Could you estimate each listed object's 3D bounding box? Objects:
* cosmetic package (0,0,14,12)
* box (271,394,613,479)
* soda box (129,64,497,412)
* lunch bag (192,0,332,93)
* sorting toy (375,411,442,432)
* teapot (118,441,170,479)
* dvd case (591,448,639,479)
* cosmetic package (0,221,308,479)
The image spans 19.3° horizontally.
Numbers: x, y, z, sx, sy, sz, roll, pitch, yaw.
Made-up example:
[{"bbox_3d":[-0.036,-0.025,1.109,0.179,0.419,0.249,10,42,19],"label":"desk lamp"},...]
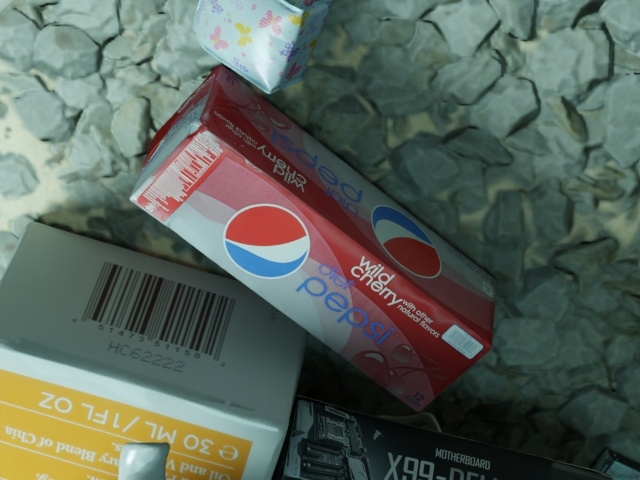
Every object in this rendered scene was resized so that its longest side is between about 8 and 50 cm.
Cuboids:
[{"bbox_3d":[-0.226,-0.235,1.191,0.309,0.113,0.160,-34,111,25],"label":"cosmetic package"},{"bbox_3d":[0.061,0.267,1.438,0.242,0.077,0.307,14,135,-3],"label":"box"},{"bbox_3d":[0.000,0.000,1.314,0.263,0.092,0.083,38,119,-15],"label":"soda box"},{"bbox_3d":[-0.042,-0.151,1.251,0.083,0.053,0.071,33,124,17],"label":"lunch bag"},{"bbox_3d":[0.068,0.167,1.441,0.083,0.045,0.075,-4,112,14],"label":"sorting toy"},{"bbox_3d":[-0.160,0.287,1.276,0.256,0.187,0.252,-26,144,3],"label":"teapot"},{"bbox_3d":[0.252,0.218,1.461,0.119,0.013,0.087,27,121,-8],"label":"dvd case"},{"bbox_3d":[-0.176,0.235,1.442,0.230,0.161,0.453,16,123,-2],"label":"cosmetic package"}]
